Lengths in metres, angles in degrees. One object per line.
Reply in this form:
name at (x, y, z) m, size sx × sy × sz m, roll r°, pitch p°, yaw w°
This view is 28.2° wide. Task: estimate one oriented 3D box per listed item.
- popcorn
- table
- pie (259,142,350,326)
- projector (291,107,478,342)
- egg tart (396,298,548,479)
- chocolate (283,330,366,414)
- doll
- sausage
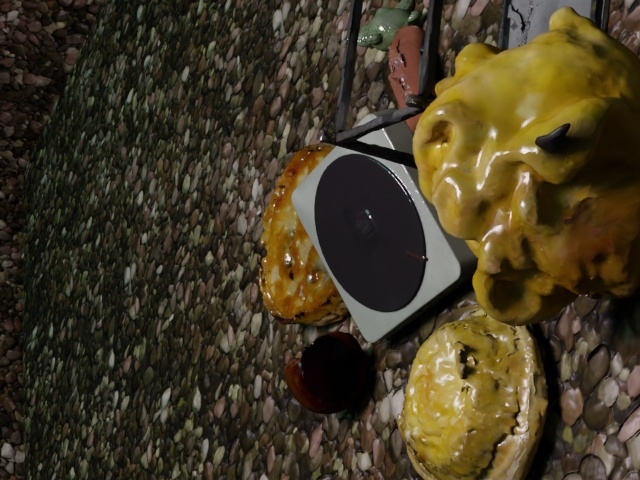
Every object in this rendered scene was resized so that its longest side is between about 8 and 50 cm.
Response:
popcorn at (0.254, -0.083, 1.343) m, size 0.297 × 0.281 × 0.315 m, roll -27°, pitch 78°, yaw 11°
table at (0.184, -0.271, 1.603) m, size 0.222 × 0.272 × 0.334 m, roll -16°, pitch 63°, yaw 60°
pie at (0.000, 0.000, 2.055) m, size 0.315 × 0.092 × 0.315 m, roll -25°, pitch 61°, yaw 56°
projector at (0.091, -0.018, 1.796) m, size 0.257 × 0.079 × 0.259 m, roll -43°, pitch 70°, yaw 51°
egg tart at (0.175, 0.190, 1.588) m, size 0.291 × 0.107 × 0.290 m, roll -36°, pitch 47°, yaw 52°
chocolate at (0.008, 0.194, 1.912) m, size 0.133 × 0.124 × 0.127 m, roll 23°, pitch -101°, yaw -84°
doll at (0.109, -0.336, 2.033) m, size 0.115 × 0.077 × 0.150 m, roll -34°, pitch 20°, yaw 0°
sausage at (0.145, -0.196, 1.873) m, size 0.078 × 0.078 × 0.304 m, roll -48°, pitch 39°, yaw 44°
